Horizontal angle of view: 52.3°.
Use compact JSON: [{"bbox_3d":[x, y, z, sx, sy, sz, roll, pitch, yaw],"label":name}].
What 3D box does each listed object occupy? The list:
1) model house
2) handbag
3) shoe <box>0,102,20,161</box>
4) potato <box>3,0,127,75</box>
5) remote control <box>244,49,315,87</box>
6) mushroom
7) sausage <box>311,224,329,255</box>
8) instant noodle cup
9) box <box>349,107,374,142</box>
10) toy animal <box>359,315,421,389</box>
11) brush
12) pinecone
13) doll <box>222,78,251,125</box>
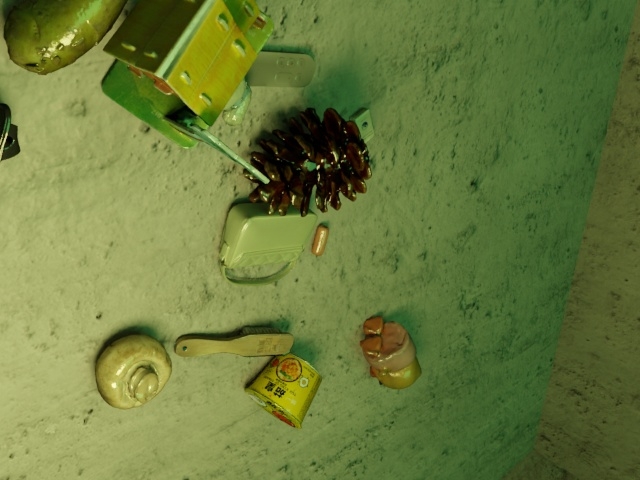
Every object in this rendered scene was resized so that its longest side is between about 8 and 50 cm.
[{"bbox_3d":[-0.157,-0.295,1.085,0.340,0.323,0.300,35,86,-14],"label":"model house"},{"bbox_3d":[-0.135,0.014,1.560,0.256,0.079,0.219,-4,124,-45],"label":"handbag"},{"bbox_3d":[-0.526,-0.146,1.071,0.053,0.062,0.159,4,108,-61],"label":"shoe"},{"bbox_3d":[-0.385,-0.360,1.027,0.251,0.149,0.113,-42,124,-11],"label":"potato"},{"bbox_3d":[-0.106,-0.371,1.414,0.245,0.022,0.077,-11,117,-43],"label":"remote control"},{"bbox_3d":[-0.393,0.280,1.387,0.166,0.127,0.166,-31,133,-41],"label":"mushroom"},{"bbox_3d":[0.000,0.000,1.717,0.034,0.034,0.083,3,107,-47],"label":"sausage"},{"bbox_3d":[-0.089,0.391,1.739,0.144,0.182,0.182,-55,140,-24],"label":"instant noodle cup"},{"bbox_3d":[0.108,-0.293,1.679,0.054,0.024,0.083,-39,135,-23],"label":"box"},{"bbox_3d":[0.227,0.370,2.060,0.281,0.169,0.195,72,23,-43],"label":"toy animal"},{"bbox_3d":[-0.214,0.249,1.618,0.328,0.065,0.070,4,114,-37],"label":"brush"},{"bbox_3d":[-0.025,-0.171,1.453,0.309,0.244,0.244,-27,129,-17],"label":"pinecone"},{"bbox_3d":[-0.203,-0.322,1.292,0.103,0.071,0.214,-34,125,-2],"label":"doll"}]
